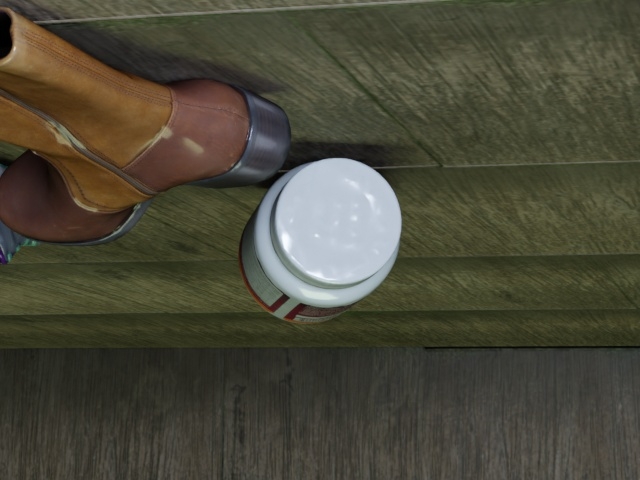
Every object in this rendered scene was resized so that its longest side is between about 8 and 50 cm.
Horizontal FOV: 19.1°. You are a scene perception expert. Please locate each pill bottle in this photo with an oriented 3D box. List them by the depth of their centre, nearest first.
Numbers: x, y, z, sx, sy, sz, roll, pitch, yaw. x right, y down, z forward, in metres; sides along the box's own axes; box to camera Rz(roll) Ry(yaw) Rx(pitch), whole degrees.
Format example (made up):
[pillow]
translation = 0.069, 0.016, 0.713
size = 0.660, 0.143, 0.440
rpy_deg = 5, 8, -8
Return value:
[pill bottle]
translation = 0.000, 0.000, 1.583
size = 0.121, 0.121, 0.221
rpy_deg = 2, 171, -8

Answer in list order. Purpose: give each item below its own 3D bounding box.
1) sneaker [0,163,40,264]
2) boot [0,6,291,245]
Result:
[sneaker]
translation = -0.269, -0.012, 1.620
size = 0.083, 0.098, 0.223
rpy_deg = -4, 169, 33
[boot]
translation = -0.201, -0.067, 1.265
size = 0.264, 0.096, 0.280
rpy_deg = -5, 168, 38
